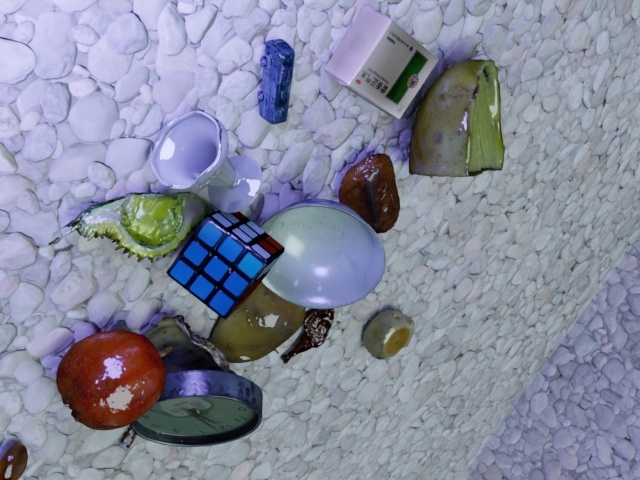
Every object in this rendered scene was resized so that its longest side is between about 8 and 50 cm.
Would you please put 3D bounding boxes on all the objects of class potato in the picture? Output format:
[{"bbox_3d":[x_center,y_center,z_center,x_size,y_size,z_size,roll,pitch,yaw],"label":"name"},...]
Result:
[{"bbox_3d":[-0.130,0.211,2.018,0.299,0.116,0.239,-50,148,3],"label":"potato"},{"bbox_3d":[0.314,-0.297,1.977,0.330,0.213,0.280,-20,112,-63],"label":"potato"}]

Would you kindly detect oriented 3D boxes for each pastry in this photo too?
[{"bbox_3d":[0.204,0.280,2.429,0.166,0.088,0.166,-27,139,-27],"label":"pastry"}]

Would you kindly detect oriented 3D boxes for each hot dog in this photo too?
[{"bbox_3d":[0.128,-0.118,1.994,0.160,0.099,0.227,-31,138,-23],"label":"hot dog"}]

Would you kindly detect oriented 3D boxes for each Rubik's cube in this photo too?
[{"bbox_3d":[-0.195,0.042,1.700,0.160,0.162,0.163,-52,177,15],"label":"Rubik's cube"}]

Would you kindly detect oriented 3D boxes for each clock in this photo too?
[{"bbox_3d":[-0.292,0.402,1.914,0.319,0.066,0.319,-5,146,-3],"label":"clock"}]

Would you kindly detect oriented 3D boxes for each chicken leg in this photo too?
[{"bbox_3d":[-0.029,0.254,2.204,0.093,0.053,0.205,17,103,-26],"label":"chicken leg"}]

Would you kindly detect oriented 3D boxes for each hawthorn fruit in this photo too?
[{"bbox_3d":[-0.421,0.280,1.709,0.253,0.205,0.205,-34,141,-28],"label":"hawthorn fruit"}]

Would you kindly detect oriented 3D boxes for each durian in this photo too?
[{"bbox_3d":[-0.343,-0.033,1.591,0.375,0.106,0.132,-10,123,-45],"label":"durian"}]

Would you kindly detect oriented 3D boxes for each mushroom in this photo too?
[{"bbox_3d":[-0.682,0.493,1.732,0.129,0.073,0.088,-27,168,-24],"label":"mushroom"}]

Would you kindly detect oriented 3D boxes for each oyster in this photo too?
[{"bbox_3d":[-0.308,0.301,1.921,0.204,0.111,0.396,-18,138,13],"label":"oyster"}]

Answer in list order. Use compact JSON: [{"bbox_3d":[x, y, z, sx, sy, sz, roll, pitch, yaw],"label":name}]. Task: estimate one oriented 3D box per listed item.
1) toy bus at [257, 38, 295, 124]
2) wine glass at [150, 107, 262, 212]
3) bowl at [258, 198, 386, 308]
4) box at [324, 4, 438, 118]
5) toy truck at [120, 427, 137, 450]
[{"bbox_3d":[-0.088,-0.318,1.631,0.047,0.065,0.166,-19,135,-33],"label":"toy bus"},{"bbox_3d":[-0.213,-0.142,1.585,0.165,0.165,0.196,-50,147,1],"label":"wine glass"},{"bbox_3d":[0.000,0.000,1.901,0.313,0.146,0.313,4,130,5],"label":"bowl"},{"bbox_3d":[0.135,-0.385,1.777,0.212,0.095,0.168,20,109,-51],"label":"box"},{"bbox_3d":[-0.462,0.479,1.980,0.083,0.024,0.032,-58,172,6],"label":"toy truck"}]
